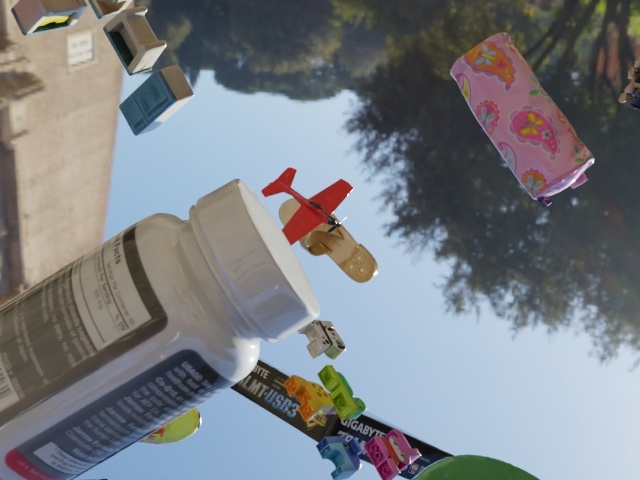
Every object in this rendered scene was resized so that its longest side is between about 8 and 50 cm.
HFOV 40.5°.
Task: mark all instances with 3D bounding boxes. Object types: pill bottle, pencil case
[{"bbox_3d":[-0.154,0.077,0.737,0.283,0.161,0.161,-31,-159,6],"label":"pill bottle"},{"bbox_3d":[0.333,-0.203,1.434,0.124,0.124,0.284,-20,-107,-47],"label":"pencil case"}]

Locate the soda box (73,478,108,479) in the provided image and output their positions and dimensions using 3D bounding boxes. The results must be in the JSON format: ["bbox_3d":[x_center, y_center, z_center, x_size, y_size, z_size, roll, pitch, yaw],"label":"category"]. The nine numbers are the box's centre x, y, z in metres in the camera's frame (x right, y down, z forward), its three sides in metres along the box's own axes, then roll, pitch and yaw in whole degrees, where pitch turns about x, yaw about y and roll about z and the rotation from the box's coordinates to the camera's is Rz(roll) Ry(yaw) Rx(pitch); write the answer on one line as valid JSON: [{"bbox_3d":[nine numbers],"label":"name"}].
[{"bbox_3d":[-0.333,0.349,1.125,0.053,0.060,0.169,42,-172,28],"label":"soda box"}]

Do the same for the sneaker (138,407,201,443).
[{"bbox_3d":[-0.295,0.292,1.378,0.209,0.081,0.094,1,-177,-4],"label":"sneaker"}]

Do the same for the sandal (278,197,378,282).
[{"bbox_3d":[0.004,-0.005,1.655,0.240,0.088,0.079,39,-166,17],"label":"sandal"}]

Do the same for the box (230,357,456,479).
[{"bbox_3d":[0.034,0.294,1.401,0.293,0.073,0.296,30,172,-35],"label":"box"}]

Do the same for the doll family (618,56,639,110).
[{"bbox_3d":[0.558,-0.273,1.359,0.111,0.193,0.076,21,-141,-4],"label":"doll family"}]

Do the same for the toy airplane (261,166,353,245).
[{"bbox_3d":[-0.024,-0.060,1.303,0.151,0.028,0.151,-4,-127,5],"label":"toy airplane"}]

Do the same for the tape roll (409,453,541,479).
[{"bbox_3d":[0.152,0.312,0.618,0.321,0.077,0.321,31,-148,-22],"label":"tape roll"}]

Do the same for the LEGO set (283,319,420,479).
[{"bbox_3d":[0.033,0.203,1.045,0.093,0.087,0.227,12,-141,-48],"label":"LEGO set"}]

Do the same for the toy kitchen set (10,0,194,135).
[{"bbox_3d":[-0.315,-0.249,1.220,0.166,0.207,0.122,-29,180,-44],"label":"toy kitchen set"}]
